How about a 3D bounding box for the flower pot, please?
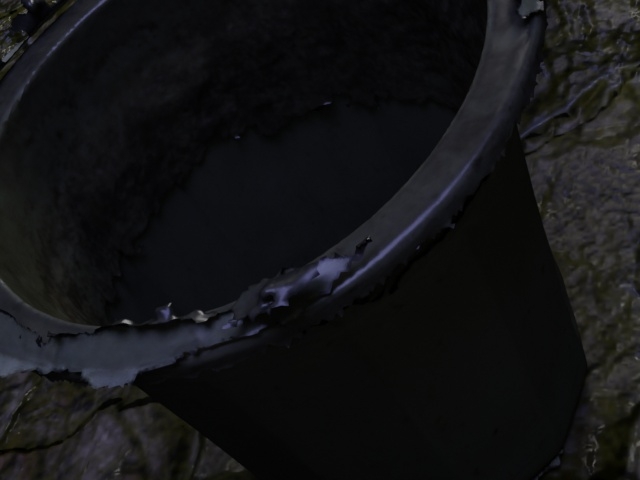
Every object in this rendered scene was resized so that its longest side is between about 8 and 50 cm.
[{"bbox_3d":[0.000,0.000,0.568,0.290,0.259,0.290,-16,48,19],"label":"flower pot"}]
